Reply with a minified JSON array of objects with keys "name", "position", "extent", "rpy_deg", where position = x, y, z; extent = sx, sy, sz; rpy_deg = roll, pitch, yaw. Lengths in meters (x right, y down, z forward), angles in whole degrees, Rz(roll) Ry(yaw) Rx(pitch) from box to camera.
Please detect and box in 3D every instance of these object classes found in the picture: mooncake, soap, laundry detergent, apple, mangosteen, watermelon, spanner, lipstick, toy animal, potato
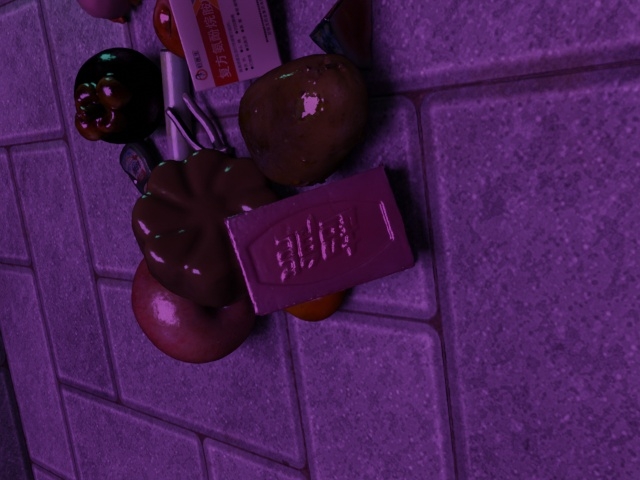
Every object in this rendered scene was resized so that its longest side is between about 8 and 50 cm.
[{"name":"mooncake","position":[-0.264,-0.042,1.738],"extent":[0.378,0.378,0.201],"rpy_deg":[56,167,15]},{"name":"soap","position":[0.000,0.000,1.543],"extent":[0.360,0.128,0.233],"rpy_deg":[-19,90,6]},{"name":"laundry detergent","position":[-0.516,-0.189,2.158],"extent":[0.221,0.078,0.144],"rpy_deg":[55,135,14]},{"name":"apple","position":[-0.315,-0.546,1.774],"extent":[0.235,0.173,0.210],"rpy_deg":[-13,93,47]},{"name":"apple","position":[-0.325,0.159,1.915],"extent":[0.269,0.345,0.344],"rpy_deg":[-15,93,39]},{"name":"mangosteen","position":[-0.569,-0.385,1.983],"extent":[0.275,0.302,0.275],"rpy_deg":[9,121,15]},{"name":"watermelon","position":[0.030,-0.459,1.485],"extent":[0.136,0.207,0.202],"rpy_deg":[2,89,17]},{"name":"spanner","position":[-0.292,-0.244,1.913],"extent":[0.096,0.040,0.325],"rpy_deg":[-39,86,17]},{"name":"lipstick","position":[-0.392,-0.374,1.976],"extent":[0.076,0.076,0.304],"rpy_deg":[14,113,41]},{"name":"toy animal","position":[-0.573,-0.731,1.976],"extent":[0.195,0.169,0.281],"rpy_deg":[27,127,-15]},{"name":"potato","position":[-0.030,-0.249,1.529],"extent":[0.359,0.219,0.269],"rpy_deg":[-11,104,58]}]

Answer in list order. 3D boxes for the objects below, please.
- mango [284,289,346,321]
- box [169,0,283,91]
[{"name":"mango","position":[-0.038,0.131,1.764],"extent":[0.253,0.113,0.138],"rpy_deg":[-9,94,47]},{"name":"box","position":[-0.227,-0.536,1.634],"extent":[0.214,0.069,0.353],"rpy_deg":[-14,109,2]}]
